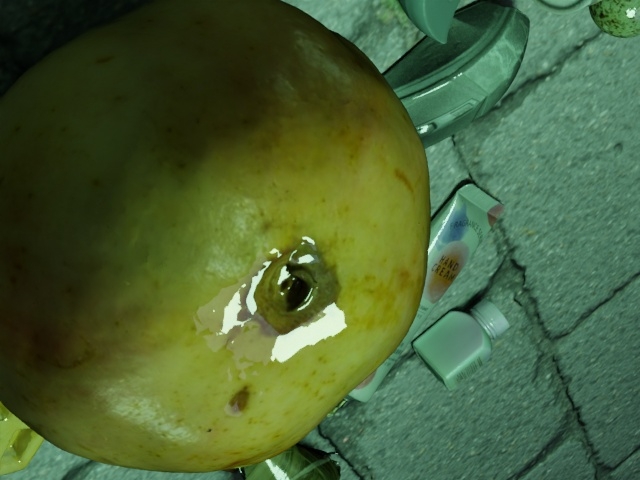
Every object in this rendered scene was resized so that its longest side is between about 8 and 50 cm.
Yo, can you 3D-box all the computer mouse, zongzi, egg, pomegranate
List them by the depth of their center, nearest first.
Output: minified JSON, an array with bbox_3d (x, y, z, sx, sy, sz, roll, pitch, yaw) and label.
[{"bbox_3d":[-0.111,-0.001,1.381,0.411,0.411,0.411,-30,148,-21],"label":"pomegranate"},{"bbox_3d":[0.136,-0.159,1.760,0.231,0.071,0.126,-39,150,-5],"label":"computer mouse"},{"bbox_3d":[0.346,-0.274,1.852,0.110,0.085,0.085,-51,156,-24],"label":"egg"},{"bbox_3d":[-0.052,0.272,2.126,0.094,0.204,0.205,-31,-169,14],"label":"zongzi"}]

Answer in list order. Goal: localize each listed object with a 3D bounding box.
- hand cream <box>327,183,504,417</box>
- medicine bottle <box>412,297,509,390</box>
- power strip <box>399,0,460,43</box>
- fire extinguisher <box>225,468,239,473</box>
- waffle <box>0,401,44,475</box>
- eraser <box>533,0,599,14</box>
[{"bbox_3d":[0.104,0.079,2.046,0.341,0.078,0.124,-52,149,7],"label":"hand cream"},{"bbox_3d":[0.189,0.132,2.203,0.118,0.074,0.055,-40,150,-6],"label":"medicine bottle"},{"bbox_3d":[0.173,-0.313,1.621,0.253,0.054,0.167,-43,152,3],"label":"power strip"},{"bbox_3d":[-0.118,0.274,2.072,0.083,0.022,0.028,23,80,-59],"label":"fire extinguisher"},{"bbox_3d":[-0.341,0.150,1.602,0.248,0.055,0.221,-4,133,-48],"label":"waffle"},{"bbox_3d":[0.320,-0.304,1.648,0.171,0.087,0.290,-25,-176,35],"label":"eraser"}]
